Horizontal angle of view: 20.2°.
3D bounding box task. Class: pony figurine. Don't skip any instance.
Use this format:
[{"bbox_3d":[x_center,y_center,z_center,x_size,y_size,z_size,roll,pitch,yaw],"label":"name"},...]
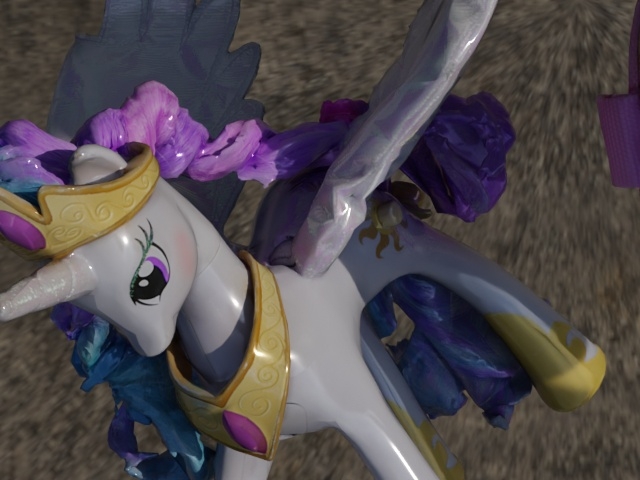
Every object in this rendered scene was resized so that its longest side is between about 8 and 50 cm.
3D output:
[{"bbox_3d":[0.000,0.000,0.880,0.302,0.351,0.363,-17,127,36],"label":"pony figurine"}]

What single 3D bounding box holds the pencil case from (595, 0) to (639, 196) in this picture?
[{"bbox_3d":[0.312,-0.043,0.709,0.386,0.167,0.160,5,72,30],"label":"pencil case"}]
